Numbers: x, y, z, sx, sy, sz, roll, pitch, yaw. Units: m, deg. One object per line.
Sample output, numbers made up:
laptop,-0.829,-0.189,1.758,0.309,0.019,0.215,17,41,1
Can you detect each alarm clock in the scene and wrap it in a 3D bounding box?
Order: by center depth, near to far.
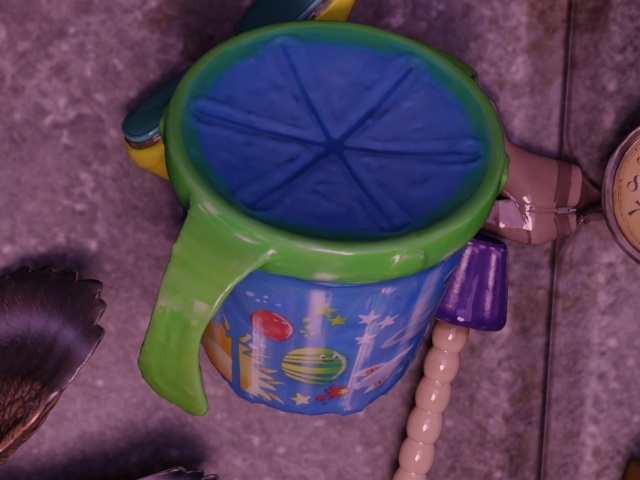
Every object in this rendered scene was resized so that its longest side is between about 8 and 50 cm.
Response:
alarm clock,0.301,-0.050,1.426,0.129,0.064,0.192,47,111,20

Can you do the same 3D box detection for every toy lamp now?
toy lamp,0.088,0.127,1.447,0.080,0.080,0.274,13,101,-12

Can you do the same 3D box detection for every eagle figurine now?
eagle figurine,-0.252,0.194,1.370,0.298,0.225,0.226,-40,151,-30

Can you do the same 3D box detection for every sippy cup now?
sippy cup,0.000,0.000,1.316,0.306,0.240,0.224,-9,138,-17

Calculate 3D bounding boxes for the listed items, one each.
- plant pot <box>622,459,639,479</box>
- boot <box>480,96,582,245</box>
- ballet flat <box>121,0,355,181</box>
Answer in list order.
plant pot,0.276,0.221,1.490,0.082,0.083,0.081,15,98,-13
boot,0.163,-0.054,1.446,0.087,0.042,0.118,-2,102,-15
ballet flat,-0.046,-0.127,1.385,0.231,0.077,0.077,-40,125,3
